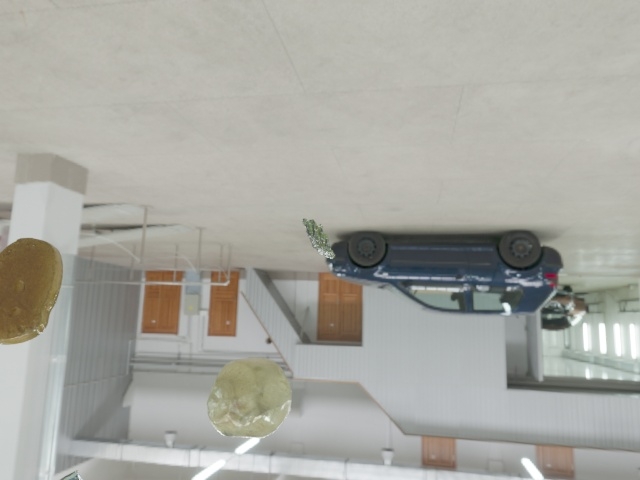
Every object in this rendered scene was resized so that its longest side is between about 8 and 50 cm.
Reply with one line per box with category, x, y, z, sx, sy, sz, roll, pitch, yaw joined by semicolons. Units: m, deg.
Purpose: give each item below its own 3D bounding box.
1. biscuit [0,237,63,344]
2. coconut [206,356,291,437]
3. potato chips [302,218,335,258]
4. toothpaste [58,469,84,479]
biscuit;-0.951;0.155;1.515;0.288;0.343;0.057;-4;153;1
coconut;-0.180;0.411;1.280;0.225;0.223;0.224;2;171;0
potato chips;0.000;-0.001;1.437;0.092;0.028;0.207;27;158;23
toothpaste;-0.510;0.501;1.004;0.057;0.034;0.197;-27;160;-28
